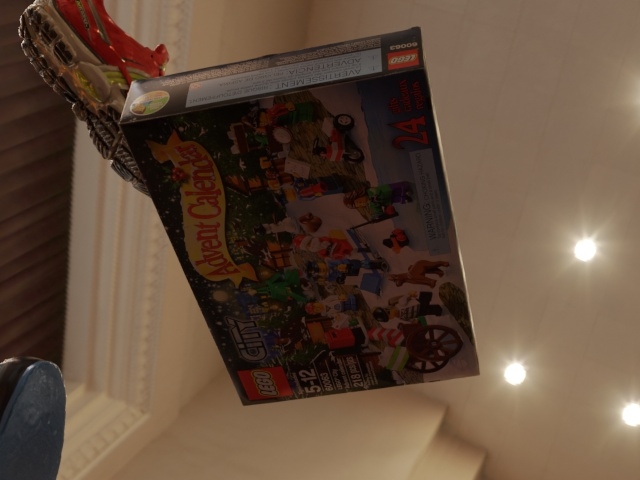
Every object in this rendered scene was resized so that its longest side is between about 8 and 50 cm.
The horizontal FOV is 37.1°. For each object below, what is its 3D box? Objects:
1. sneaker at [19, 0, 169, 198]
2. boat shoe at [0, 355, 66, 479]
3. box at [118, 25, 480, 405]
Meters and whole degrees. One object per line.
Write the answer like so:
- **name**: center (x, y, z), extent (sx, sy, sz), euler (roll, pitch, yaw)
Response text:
- **sneaker**: center (-0.198, -0.160, 1.036), extent (0.279, 0.118, 0.107), euler (55, -33, -11)
- **boat shoe**: center (-0.276, 0.211, 0.734), extent (0.089, 0.109, 0.258), euler (10, -106, 23)
- **box**: center (0.000, 0.000, 0.560), extent (0.159, 0.044, 0.233), euler (-10, -50, 9)
